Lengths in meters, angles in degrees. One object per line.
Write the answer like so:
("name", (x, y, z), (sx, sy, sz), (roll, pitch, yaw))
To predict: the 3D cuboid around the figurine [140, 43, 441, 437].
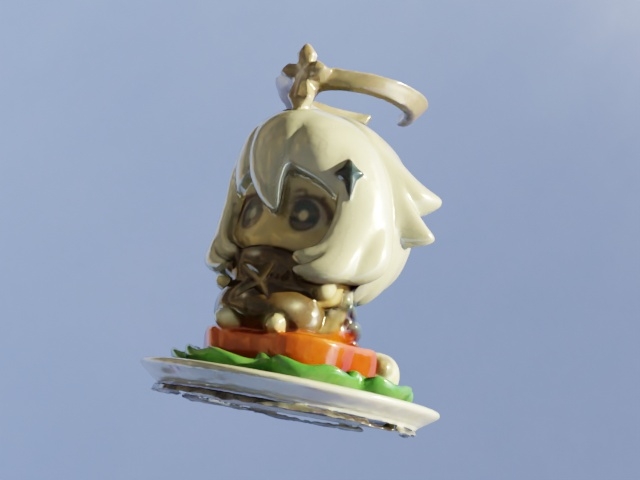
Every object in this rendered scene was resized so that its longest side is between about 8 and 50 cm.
("figurine", (0.000, 0.000, 0.698), (0.132, 0.132, 0.153), (6, -100, 31))
